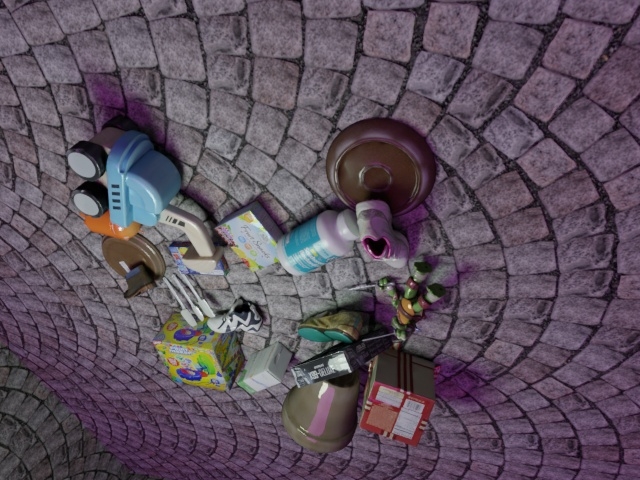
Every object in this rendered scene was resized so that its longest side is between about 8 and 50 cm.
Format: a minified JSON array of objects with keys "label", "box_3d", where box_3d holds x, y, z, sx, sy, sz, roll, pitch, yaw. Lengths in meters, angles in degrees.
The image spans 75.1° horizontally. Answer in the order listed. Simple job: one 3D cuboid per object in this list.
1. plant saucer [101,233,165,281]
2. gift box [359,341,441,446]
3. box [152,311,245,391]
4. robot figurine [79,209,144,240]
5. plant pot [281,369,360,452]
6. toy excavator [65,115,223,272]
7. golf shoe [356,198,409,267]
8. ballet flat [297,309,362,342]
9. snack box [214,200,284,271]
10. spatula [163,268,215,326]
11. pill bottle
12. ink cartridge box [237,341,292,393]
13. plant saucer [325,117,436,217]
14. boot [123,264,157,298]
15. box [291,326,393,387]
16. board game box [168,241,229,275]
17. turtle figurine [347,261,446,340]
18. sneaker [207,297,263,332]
[{"label":"plant saucer","box_3d":[-0.754,0.073,1.666,0.277,0.041,0.278,9,130,11]},{"label":"gift box","box_3d":[0.301,0.547,1.545,0.255,0.258,0.277,21,111,5]},{"label":"box","box_3d":[-0.520,0.481,1.816,0.289,0.177,0.279,3,127,16]},{"label":"robot figurine","box_3d":[-0.737,-0.078,1.483,0.219,0.128,0.158,13,98,9]},{"label":"plant pot","box_3d":[0.030,0.629,1.691,0.323,0.323,0.281,20,113,3]},{"label":"toy excavator","box_3d":[-0.517,-0.113,1.328,0.444,0.222,0.433,20,131,-1]},{"label":"golf shoe","box_3d":[0.178,0.016,1.205,0.115,0.140,0.306,-11,142,27]},{"label":"ballet flat","box_3d":[0.037,0.309,1.520,0.123,0.123,0.348,43,152,-16]},{"label":"snack box","box_3d":[-0.221,-0.010,1.399,0.174,0.070,0.207,-22,118,31]},{"label":"spatula","box_3d":[-0.543,0.232,1.689,0.168,0.019,0.242,-25,101,37]},{"label":"pill bottle","box_3d":[0.000,0.000,1.281,0.264,0.146,0.146,-29,114,34]},{"label":"ink cartridge box","box_3d":[-0.237,0.546,1.784,0.093,0.154,0.212,43,127,-16]},{"label":"plant saucer","box_3d":[0.159,-0.180,1.153,0.310,0.050,0.311,9,129,11]},{"label":"boot","box_3d":[-0.742,0.166,1.677,0.219,0.082,0.106,-20,97,35]},{"label":"box","box_3d":[0.083,0.412,1.482,0.242,0.307,0.077,-29,78,35]},{"label":"board game box","box_3d":[-0.454,0.069,1.562,0.201,0.035,0.136,1,127,18]},{"label":"turtle figurine","box_3d":[0.248,0.201,1.324,0.274,0.198,0.266,25,127,-6]},{"label":"sneaker","box_3d":[-0.354,0.290,1.665,0.234,0.094,0.153,4,125,18]}]
